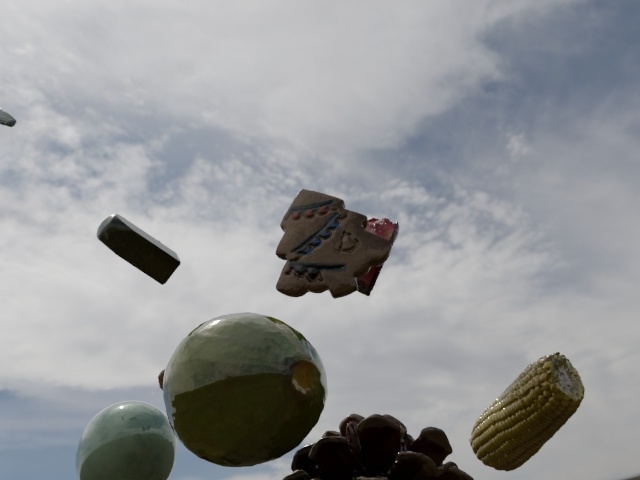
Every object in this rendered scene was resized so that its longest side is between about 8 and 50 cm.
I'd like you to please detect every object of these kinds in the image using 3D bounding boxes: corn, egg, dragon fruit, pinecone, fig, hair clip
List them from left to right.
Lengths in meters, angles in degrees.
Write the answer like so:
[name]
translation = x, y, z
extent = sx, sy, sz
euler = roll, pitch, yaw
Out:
[hair clip]
translation = -0.831, -0.315, 1.699
extent = 0.229, 0.066, 0.036
euler = 16, -39, 43
[egg]
translation = -0.554, 0.611, 1.911
extent = 0.276, 0.276, 0.389
euler = 2, -38, -27
[fig]
translation = -0.105, 0.219, 1.005
extent = 0.240, 0.239, 0.271
euler = 5, -22, -31
[dragon fruit]
translation = 0.107, 0.030, 1.700
extent = 0.189, 0.261, 0.162
euler = -3, -67, 11
[pinecone]
translation = 0.094, 0.481, 1.049
extent = 0.385, 0.384, 0.384
euler = -10, -26, -5
[corn]
translation = 0.433, 0.375, 1.415
extent = 0.144, 0.143, 0.387
euler = -2, -36, -19

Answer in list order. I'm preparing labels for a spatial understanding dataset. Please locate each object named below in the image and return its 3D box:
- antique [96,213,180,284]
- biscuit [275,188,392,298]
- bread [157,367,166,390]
[antique]
translation = -0.483, 0.020, 1.764
extent = 0.221, 0.080, 0.081
euler = 38, -88, -30
[biscuit]
translation = 0.000, -0.001, 1.543
extent = 0.278, 0.301, 0.043
euler = -26, -30, -2
[bread]
translation = -0.252, 0.323, 1.454
extent = 0.233, 0.104, 0.076
euler = 25, -31, -29
